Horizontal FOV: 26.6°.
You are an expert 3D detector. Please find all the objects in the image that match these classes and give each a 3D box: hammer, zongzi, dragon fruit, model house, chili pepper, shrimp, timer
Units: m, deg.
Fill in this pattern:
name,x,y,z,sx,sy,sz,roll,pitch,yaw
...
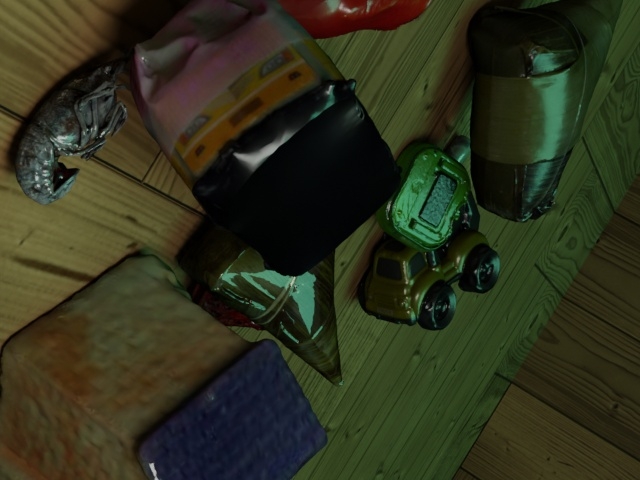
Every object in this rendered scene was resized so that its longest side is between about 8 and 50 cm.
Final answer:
name,x,y,z,sx,sy,sz,roll,pitch,yaw
hammer,0.207,-0.124,2.047,0.052,0.031,0.083,-51,165,-10
zongzi,0.341,-0.200,1.920,0.317,0.154,0.289,-24,127,-38
dragon fruit,-0.100,0.057,1.543,0.063,0.097,0.131,-40,-165,28
model house,-0.156,0.230,1.331,0.245,0.280,0.312,-37,152,-45
chili pepper,0.019,-0.249,1.325,0.387,0.110,0.110,-22,139,-49
zongzi,0.000,0.000,1.487,0.241,0.111,0.248,41,75,-32
shrimp,-0.190,-0.102,1.105,0.165,0.056,0.065,-49,124,-20
timer,0.145,-0.060,1.881,0.128,0.047,0.140,31,83,-35

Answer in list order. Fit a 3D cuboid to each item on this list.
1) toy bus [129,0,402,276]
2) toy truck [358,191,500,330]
name,x,y,z,sx,sy,sz,roll,pitch,yaw
toy bus,-0.052,-0.095,1.204,0.171,0.162,0.386,-42,167,1
toy truck,0.152,0.019,1.992,0.224,0.147,0.165,-38,128,-39
